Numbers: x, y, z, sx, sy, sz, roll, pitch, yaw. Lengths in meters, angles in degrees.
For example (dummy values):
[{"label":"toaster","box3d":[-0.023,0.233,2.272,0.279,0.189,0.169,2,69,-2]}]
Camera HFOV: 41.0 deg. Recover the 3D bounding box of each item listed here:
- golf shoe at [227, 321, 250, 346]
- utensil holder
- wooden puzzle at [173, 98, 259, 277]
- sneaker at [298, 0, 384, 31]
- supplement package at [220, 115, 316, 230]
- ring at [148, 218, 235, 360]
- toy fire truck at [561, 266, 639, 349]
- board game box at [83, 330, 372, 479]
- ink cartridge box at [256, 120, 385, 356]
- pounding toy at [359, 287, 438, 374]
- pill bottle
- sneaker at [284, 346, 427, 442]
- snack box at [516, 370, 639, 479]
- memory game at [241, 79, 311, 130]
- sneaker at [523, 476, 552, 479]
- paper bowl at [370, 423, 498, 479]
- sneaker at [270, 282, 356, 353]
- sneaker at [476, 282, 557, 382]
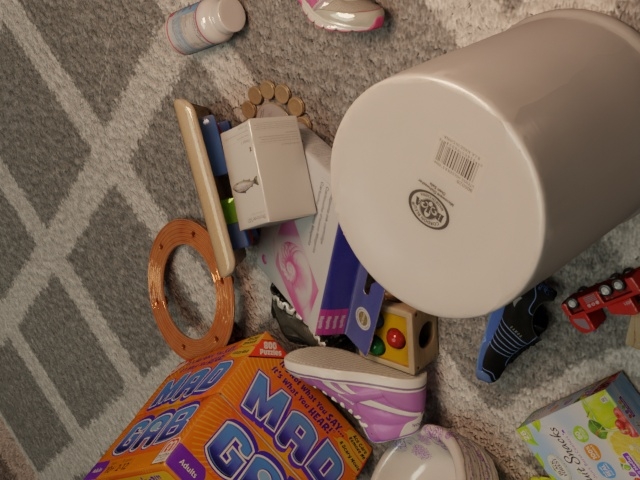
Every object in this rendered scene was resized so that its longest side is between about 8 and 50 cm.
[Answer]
[{"label":"golf shoe","box3d":[-0.174,0.258,1.943,0.186,0.067,0.086,36,138,38]},{"label":"utensil holder","box3d":[0.245,-0.108,1.126,0.327,0.385,0.328,22,125,35]},{"label":"wooden puzzle","box3d":[-0.185,-0.110,1.639,0.348,0.080,0.322,-116,12,-84]},{"label":"sneaker","box3d":[0.007,-0.429,1.395,0.252,0.103,0.111,40,134,21]},{"label":"supplement package","box3d":[-0.092,-0.118,1.503,0.105,0.105,0.180,-15,87,53]},{"label":"ring","box3d":[-0.294,0.116,1.963,0.336,0.032,0.337,9,103,46]},{"label":"toy fire truck","box3d":[0.468,0.113,1.273,0.192,0.047,0.135,-33,88,47]},{"label":"board game box","box3d":[-0.190,0.467,1.783,0.356,0.356,0.356,50,139,-14]},{"label":"ink cartridge box","box3d":[0.000,0.000,1.564,0.330,0.071,0.324,46,137,42]},{"label":"pounding toy","box3d":[0.155,0.130,1.543,0.181,0.094,0.206,14,120,39]},{"label":"pill bottle","box3d":[-0.218,-0.411,1.628,0.160,0.087,0.087,-5,106,44]},{"label":"sneaker","box3d":[0.057,0.300,1.619,0.282,0.102,0.161,11,110,23]},{"label":"snack box","box3d":[0.449,0.331,1.384,0.175,0.070,0.207,54,138,7]},{"label":"memory game","box3d":[-0.086,-0.218,1.655,0.186,0.012,0.186,21,124,35]},{"label":"sneaker","box3d":[0.375,0.534,1.553,0.123,0.109,0.296,25,127,-3]},{"label":"paper bowl","box3d":[0.216,0.493,1.571,0.148,0.284,0.284,25,144,-25]},{"label":"sneaker","box3d":[-0.020,0.182,1.753,0.234,0.078,0.106,41,138,23]},{"label":"sneaker","box3d":[0.320,0.157,1.411,0.090,0.081,0.232,22,130,20]}]
